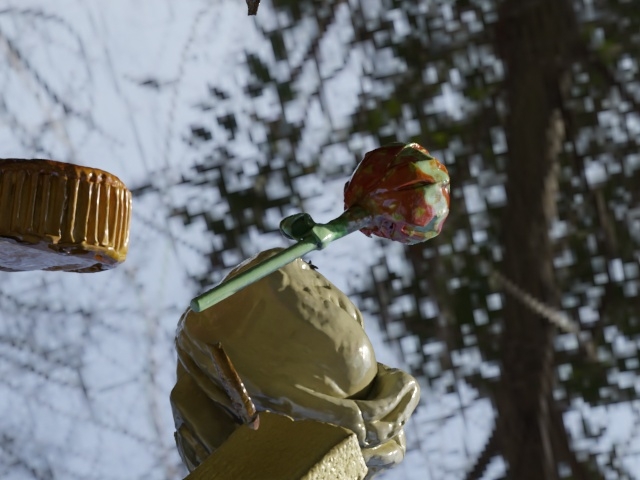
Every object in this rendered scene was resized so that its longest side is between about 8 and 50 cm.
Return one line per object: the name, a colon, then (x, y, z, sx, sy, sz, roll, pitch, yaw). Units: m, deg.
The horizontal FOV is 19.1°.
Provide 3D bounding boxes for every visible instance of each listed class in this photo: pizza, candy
pizza: (-0.068, 0.114, 1.485, 0.016, 0.083, 0.037, -28, -162, -5)
candy: (-0.001, 0.001, 1.456, 0.078, 0.084, 0.287, 15, -149, 36)

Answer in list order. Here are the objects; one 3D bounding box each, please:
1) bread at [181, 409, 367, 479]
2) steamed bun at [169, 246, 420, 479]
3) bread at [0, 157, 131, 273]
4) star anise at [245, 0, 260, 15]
bread: (-0.062, 0.239, 1.760, 0.125, 0.068, 0.188, 8, -144, 38)
steamed bun: (-0.043, 0.183, 2.040, 0.275, 0.320, 0.206, -22, -149, 30)
bread: (-0.285, -0.027, 1.894, 0.199, 0.104, 0.199, 4, 172, 1)
star anise: (-0.055, -0.282, 1.861, 0.056, 0.129, 0.124, 9, 176, -7)
